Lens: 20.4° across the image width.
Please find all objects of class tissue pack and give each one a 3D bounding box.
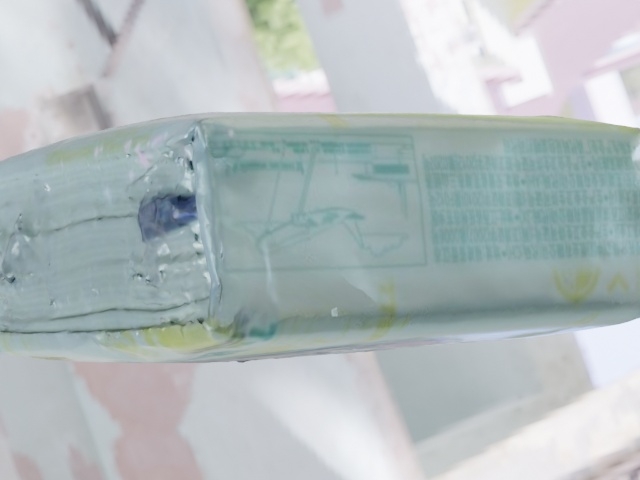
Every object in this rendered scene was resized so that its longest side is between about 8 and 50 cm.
[{"bbox_3d":[0.000,0.000,1.217,0.388,0.162,0.287,-1,177,-38],"label":"tissue pack"}]
